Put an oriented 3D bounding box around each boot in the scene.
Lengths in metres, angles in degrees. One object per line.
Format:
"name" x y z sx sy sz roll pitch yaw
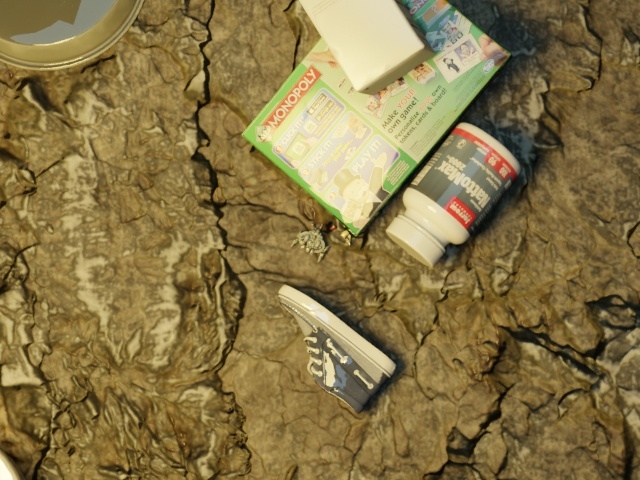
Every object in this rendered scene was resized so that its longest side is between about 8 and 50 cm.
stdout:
"boot" 0.004 0.145 1.722 0.190 0.069 0.086 37 82 4

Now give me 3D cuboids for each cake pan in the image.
"cake pan" -0.389 -0.387 1.816 0.293 0.054 0.293 0 82 2

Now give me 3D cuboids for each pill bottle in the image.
"pill bottle" 0.174 -0.058 1.726 0.108 0.108 0.180 37 85 6

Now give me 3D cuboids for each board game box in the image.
"board game box" 0.074 -0.194 1.739 0.213 0.046 0.317 42 101 7

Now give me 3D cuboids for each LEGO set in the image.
"LEGO set" 0.000 -0.003 1.765 0.083 0.023 0.054 -28 82 -2

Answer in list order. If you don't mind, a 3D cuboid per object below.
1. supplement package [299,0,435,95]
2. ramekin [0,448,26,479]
"supplement package" 0.052 -0.289 1.660 0.105 0.105 0.179 -32 86 13
"ramekin" -0.499 0.368 1.681 0.273 0.127 0.273 0 83 2
